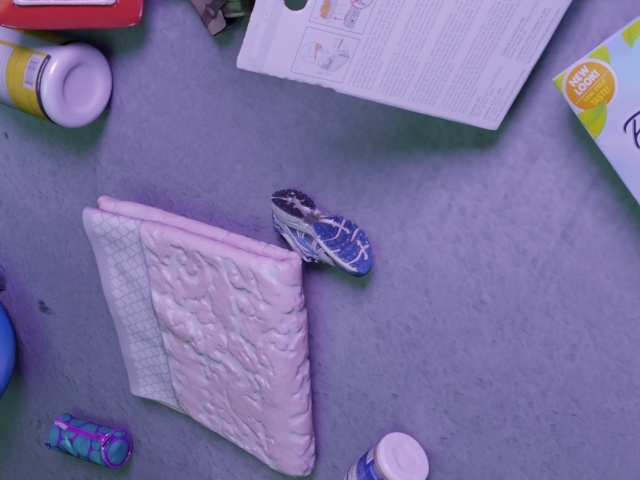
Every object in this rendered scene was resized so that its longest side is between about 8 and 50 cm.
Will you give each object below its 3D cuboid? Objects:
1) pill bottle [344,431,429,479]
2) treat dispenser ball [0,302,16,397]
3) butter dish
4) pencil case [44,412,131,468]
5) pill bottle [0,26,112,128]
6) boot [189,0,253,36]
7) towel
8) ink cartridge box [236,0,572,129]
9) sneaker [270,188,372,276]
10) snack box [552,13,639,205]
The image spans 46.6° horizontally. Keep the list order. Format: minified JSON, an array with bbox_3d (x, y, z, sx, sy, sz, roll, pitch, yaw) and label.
[{"bbox_3d":[0.069,0.281,0.872,0.067,0.067,0.120,44,130,10],"label":"pill bottle"},{"bbox_3d":[-0.637,0.181,1.176,0.288,0.288,0.288,16,120,29],"label":"treat dispenser ball"},{"bbox_3d":[-0.271,-0.314,0.795,0.160,0.118,0.160,-3,115,-7],"label":"butter dish"},{"bbox_3d":[-0.377,0.326,1.210,0.152,0.064,0.070,2,138,34],"label":"pencil case"},{"bbox_3d":[-0.353,-0.208,0.906,0.184,0.103,0.103,22,123,26],"label":"pill bottle"},{"bbox_3d":[-0.123,-0.253,0.763,0.118,0.042,0.087,-10,108,38],"label":"boot"},{"bbox_3d":[-0.149,0.122,0.936,0.317,0.053,0.331,17,128,28],"label":"towel"},{"bbox_3d":[0.073,-0.193,0.554,0.232,0.066,0.189,12,129,-16],"label":"ink cartridge box"},{"bbox_3d":[0.000,0.000,0.801,0.135,0.052,0.058,39,139,23],"label":"sneaker"},{"bbox_3d":[0.300,-0.086,0.527,0.174,0.070,0.207,-36,87,41],"label":"snack box"}]
